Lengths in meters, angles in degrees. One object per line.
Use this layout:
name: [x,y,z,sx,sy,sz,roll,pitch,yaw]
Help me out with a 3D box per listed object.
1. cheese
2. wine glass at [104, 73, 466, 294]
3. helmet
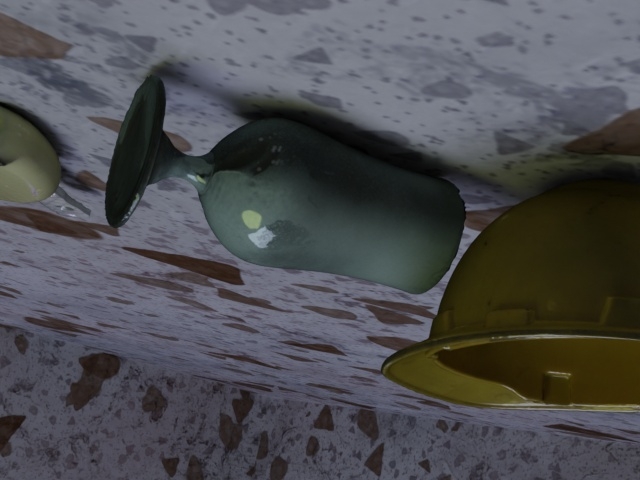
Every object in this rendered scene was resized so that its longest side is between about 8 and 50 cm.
cheese: [-0.274,-0.060,0.895,0.127,0.054,0.251,9,167,13]
wine glass: [-0.020,-0.030,0.674,0.231,0.103,0.103,14,168,-24]
helmet: [0.172,0.032,0.663,0.257,0.140,0.205,-8,155,42]
